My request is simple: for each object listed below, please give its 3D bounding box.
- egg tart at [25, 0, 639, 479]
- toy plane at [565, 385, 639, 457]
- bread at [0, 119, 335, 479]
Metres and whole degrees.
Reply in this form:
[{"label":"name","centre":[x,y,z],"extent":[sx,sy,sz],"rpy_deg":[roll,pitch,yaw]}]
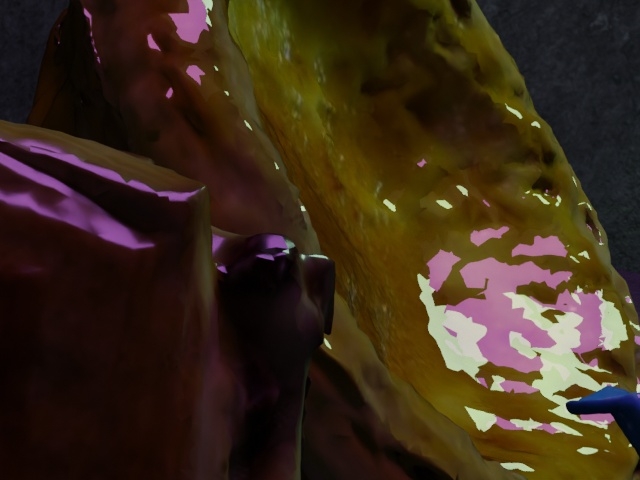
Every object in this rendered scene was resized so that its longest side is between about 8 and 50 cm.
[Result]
[{"label":"egg tart","centre":[0.000,0.000,0.833],"extent":[0.169,0.388,0.388],"rpy_deg":[-30,-9,21]},{"label":"toy plane","centre":[0.161,0.162,0.602],"extent":[0.105,0.254,0.271],"rpy_deg":[-28,15,-21]},{"label":"bread","centre":[-0.168,0.087,0.547],"extent":[0.325,0.277,0.167],"rpy_deg":[8,3,-5]}]
